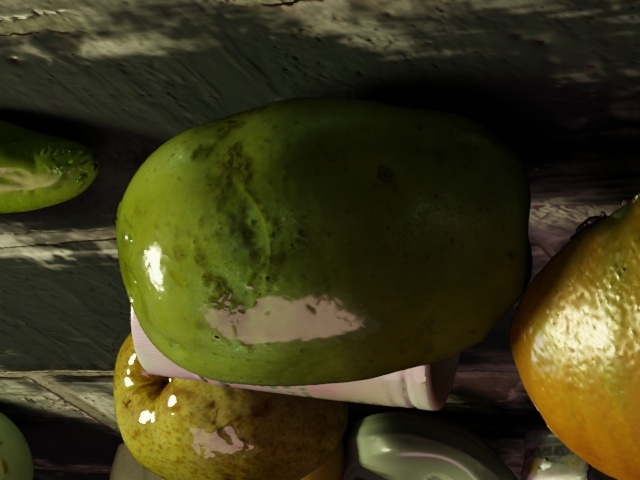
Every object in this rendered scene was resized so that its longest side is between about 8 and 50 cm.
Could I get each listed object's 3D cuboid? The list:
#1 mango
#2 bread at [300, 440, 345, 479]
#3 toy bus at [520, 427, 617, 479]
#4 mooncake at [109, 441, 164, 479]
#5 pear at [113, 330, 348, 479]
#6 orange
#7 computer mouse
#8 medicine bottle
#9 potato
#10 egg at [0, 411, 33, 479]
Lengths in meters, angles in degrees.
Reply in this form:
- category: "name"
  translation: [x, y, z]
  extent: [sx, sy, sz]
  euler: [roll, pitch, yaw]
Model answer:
- category: "mango"
  translation: [-0.260, -0.059, 1.459]
  extent: [0.165, 0.074, 0.091]
  euler: [5, 154, 17]
- category: "bread"
  translation: [-0.027, 0.235, 1.940]
  extent: [0.098, 0.147, 0.217]
  euler: [-9, 164, -11]
- category: "toy bus"
  translation: [0.334, 0.296, 1.894]
  extent: [0.112, 0.138, 0.317]
  euler: [-14, 147, 43]
- category: "mooncake"
  translation: [-0.142, 0.325, 2.219]
  extent: [0.245, 0.133, 0.245]
  euler: [5, 161, 2]
- category: "pear"
  translation: [-0.095, 0.142, 1.688]
  extent: [0.228, 0.188, 0.211]
  euler: [-3, 155, 36]
- category: "orange"
  translation: [0.288, 0.059, 1.259]
  extent: [0.310, 0.274, 0.274]
  euler: [-1, 154, 43]
- category: "computer mouse"
  translation: [0.116, 0.250, 1.954]
  extent: [0.197, 0.095, 0.331]
  euler: [30, 164, -1]
- category: "medicine bottle"
  translation: [-0.016, 0.054, 1.498]
  extent: [0.254, 0.152, 0.152]
  euler: [6, 156, 15]
- category: "potato"
  translation: [0.000, 0.003, 1.300]
  extent: [0.304, 0.215, 0.216]
  euler: [2, 155, 14]
- category: "egg"
  translation: [-0.466, 0.294, 2.205]
  extent: [0.203, 0.203, 0.283]
  euler: [29, 149, -34]
